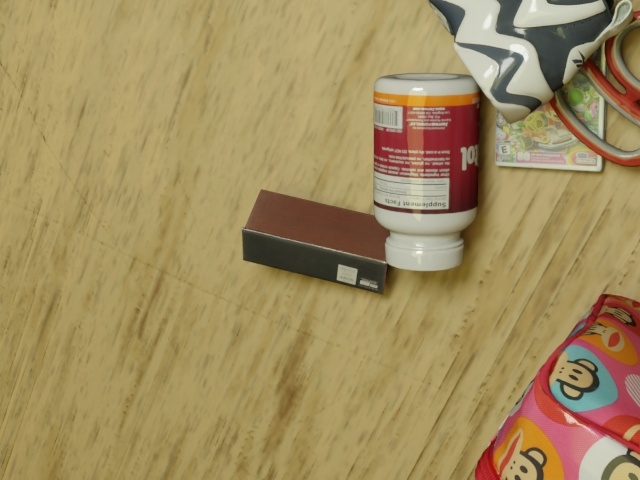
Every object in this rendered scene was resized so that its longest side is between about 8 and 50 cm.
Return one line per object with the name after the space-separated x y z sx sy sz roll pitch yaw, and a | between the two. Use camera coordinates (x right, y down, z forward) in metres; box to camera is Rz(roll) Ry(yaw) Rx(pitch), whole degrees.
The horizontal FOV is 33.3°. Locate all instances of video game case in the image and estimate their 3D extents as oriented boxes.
0.181 -0.117 0.843 0.087 0.011 0.122 6 104 27 | video game case

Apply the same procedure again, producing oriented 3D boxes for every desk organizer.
0.000 0.000 0.943 0.130 0.050 0.047 14 142 8 | desk organizer

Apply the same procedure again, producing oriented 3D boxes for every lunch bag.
0.259 0.157 0.710 0.258 0.293 0.120 32 110 18 | lunch bag

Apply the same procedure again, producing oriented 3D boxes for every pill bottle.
0.085 -0.057 0.866 0.086 0.086 0.152 7 106 26 | pill bottle

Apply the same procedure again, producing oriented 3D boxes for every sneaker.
0.143 -0.222 0.800 0.153 0.094 0.235 -33 66 12 | sneaker

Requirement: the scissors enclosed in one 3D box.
0.299 -0.047 0.792 0.297 0.021 0.109 45 112 6 | scissors
